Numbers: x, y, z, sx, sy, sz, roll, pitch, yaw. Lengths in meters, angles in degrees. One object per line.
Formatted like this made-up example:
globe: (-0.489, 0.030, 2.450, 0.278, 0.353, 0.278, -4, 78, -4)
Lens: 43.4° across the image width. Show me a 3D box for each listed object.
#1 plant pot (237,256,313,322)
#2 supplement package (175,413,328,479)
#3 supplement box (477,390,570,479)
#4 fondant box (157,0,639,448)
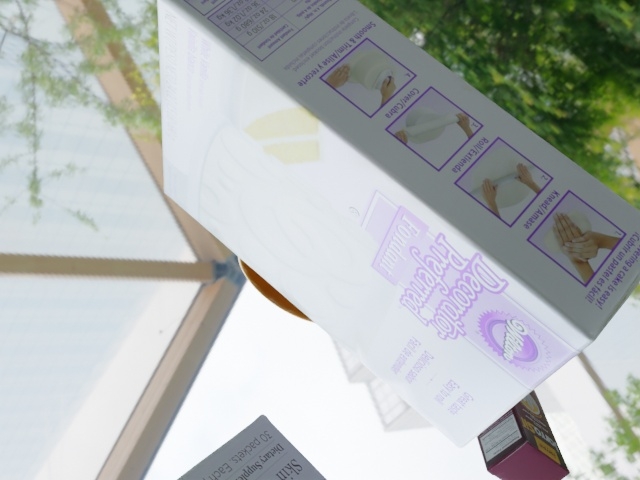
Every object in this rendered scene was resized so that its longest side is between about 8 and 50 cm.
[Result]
plant pot: (0.000, 0.000, 1.303, 0.205, 0.205, 0.188, 36, -122, -6)
supplement package: (-0.089, 0.231, 0.334, 0.145, 0.204, 0.262, 43, -155, 11)
supplement box: (0.298, 0.290, 1.247, 0.104, 0.081, 0.188, 37, -158, -23)
fondant box: (0.032, -0.022, 0.574, 0.330, 0.238, 0.096, 39, -117, 12)
